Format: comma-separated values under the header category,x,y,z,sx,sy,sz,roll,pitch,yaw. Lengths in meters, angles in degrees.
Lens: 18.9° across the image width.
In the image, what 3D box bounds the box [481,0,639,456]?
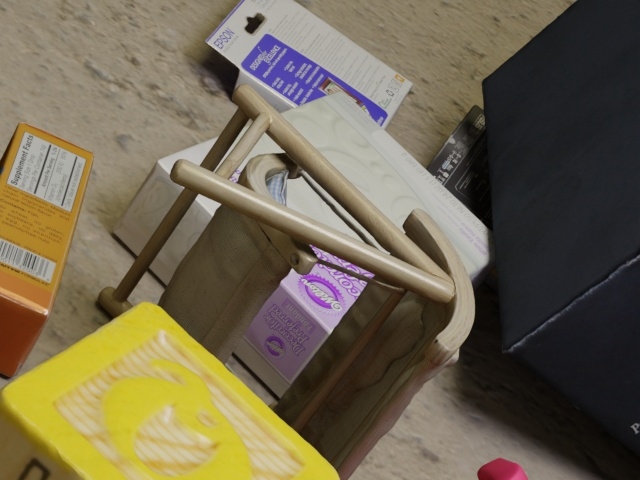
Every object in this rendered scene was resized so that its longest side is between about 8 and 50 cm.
category,x,y,z,sx,sy,sz,roll,pitch,yaw
box,0.430,0.014,1.919,0.472,0.297,0.480,39,28,-23

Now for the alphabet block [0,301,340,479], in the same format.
category,x,y,z,sx,sy,sz,roll,pitch,yaw
alphabet block,-0.141,0.193,1.294,0.193,0.197,0.192,41,32,8

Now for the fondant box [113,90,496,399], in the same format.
category,x,y,z,sx,sy,sz,roll,pitch,yaw
fondant box,0.000,0.000,1.788,0.238,0.096,0.330,44,33,12

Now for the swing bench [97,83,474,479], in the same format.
category,x,y,z,sx,sy,sz,roll,pitch,yaw
swing bench,-0.041,0.066,1.506,0.255,0.253,0.165,35,31,-2

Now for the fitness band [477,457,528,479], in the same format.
category,x,y,z,sx,sy,sz,roll,pitch,yaw
fitness band,0.059,0.226,1.394,0.291,0.209,0.054,92,-26,-86

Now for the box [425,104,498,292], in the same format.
category,x,y,z,sx,sy,sz,roll,pitch,yaw
box,0.194,-0.037,2.062,0.183,0.056,0.231,37,31,0

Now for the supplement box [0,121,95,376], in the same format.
category,x,y,z,sx,sy,sz,roll,pitch,yaw
supplement box,-0.245,0.003,1.563,0.080,0.078,0.233,26,32,-11

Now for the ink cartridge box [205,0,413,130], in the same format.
category,x,y,z,sx,sy,sz,roll,pitch,yaw
ink cartridge box,-0.016,-0.176,2.053,0.208,0.045,0.206,36,31,-2
